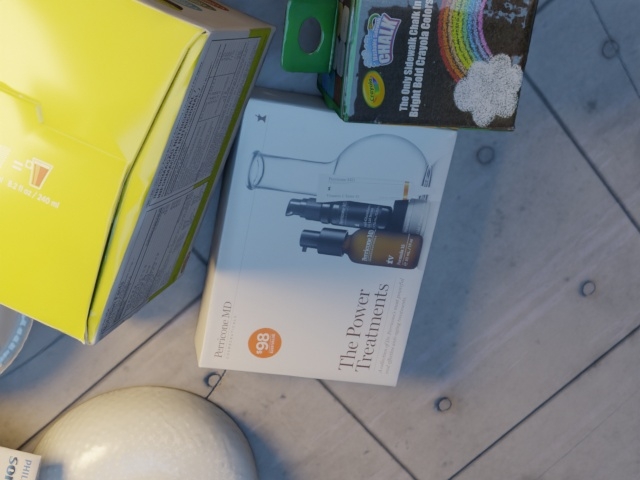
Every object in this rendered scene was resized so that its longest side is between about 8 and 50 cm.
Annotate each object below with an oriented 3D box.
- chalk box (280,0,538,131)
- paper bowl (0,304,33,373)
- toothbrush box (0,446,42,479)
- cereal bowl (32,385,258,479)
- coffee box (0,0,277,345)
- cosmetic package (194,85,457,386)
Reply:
[{"bbox_3d":[0.093,-0.248,1.352,0.289,0.179,0.180,3,110,-11],"label":"chalk box"},{"bbox_3d":[-0.497,0.069,1.348,0.284,0.148,0.284,-4,105,-16],"label":"paper bowl"},{"bbox_3d":[-0.538,0.340,1.416,0.296,0.126,0.216,18,141,-15],"label":"toothbrush box"},{"bbox_3d":[-0.249,0.383,1.534,0.339,0.141,0.339,-4,109,-10],"label":"cereal bowl"},{"bbox_3d":[-0.286,-0.140,1.180,0.338,0.334,0.338,24,104,4],"label":"coffee box"},{"bbox_3d":[0.000,0.000,1.469,0.284,0.097,0.377,7,108,-11],"label":"cosmetic package"}]
